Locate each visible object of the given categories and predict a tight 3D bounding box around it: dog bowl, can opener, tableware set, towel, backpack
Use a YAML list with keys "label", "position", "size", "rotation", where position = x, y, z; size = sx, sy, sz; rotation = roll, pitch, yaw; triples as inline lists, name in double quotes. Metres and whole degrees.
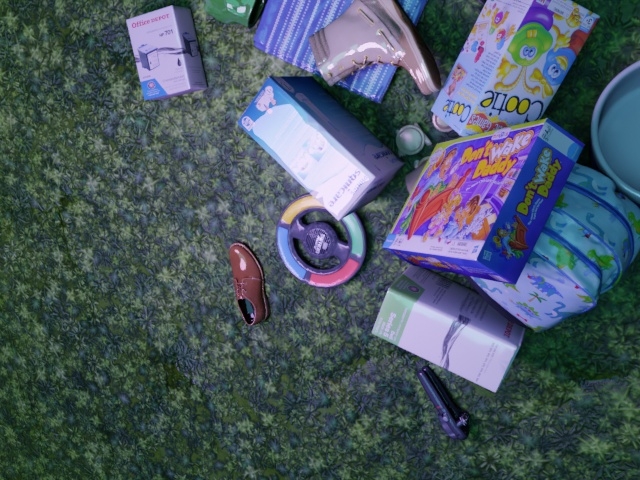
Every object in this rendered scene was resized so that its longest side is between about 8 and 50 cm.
- label: "dog bowl"
  position: [0.582, -0.168, 1.028]
  size: [0.264, 0.104, 0.265]
  rotation: [-5, 76, 19]
- label: "can opener"
  position: [0.277, 0.373, 1.433]
  size: [0.073, 0.059, 0.186]
  rotation: [-32, 89, 27]
- label: "tableware set"
  position: [0.247, -0.201, 1.326]
  size: [0.168, 0.020, 0.141]
  rotation: [-25, 94, 25]
- label: "towel"
  position: [0.033, -0.469, 1.347]
  size: [0.335, 0.040, 0.243]
  rotation: [28, 111, 12]
- label: "backpack"
  position: [0.398, 0.015, 1.110]
  size: [0.290, 0.273, 0.355]
  rotation: [46, 145, 5]

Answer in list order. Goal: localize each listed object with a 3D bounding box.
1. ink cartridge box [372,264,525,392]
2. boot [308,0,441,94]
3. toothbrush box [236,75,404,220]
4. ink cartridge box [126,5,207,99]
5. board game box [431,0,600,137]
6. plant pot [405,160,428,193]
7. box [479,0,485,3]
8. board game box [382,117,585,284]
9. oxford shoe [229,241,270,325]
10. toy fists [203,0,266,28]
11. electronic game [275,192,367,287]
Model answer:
- label: "ink cartridge box"
  position: [0.272, 0.173, 1.307]
  size: [0.272, 0.198, 0.115]
  rotation: [25, 111, 16]
- label: "boot"
  position: [0.105, -0.362, 1.263]
  size: [0.203, 0.095, 0.262]
  rotation: [-33, 80, 22]
- label: "toothbrush box"
  position: [0.008, -0.202, 1.318]
  size: [0.295, 0.216, 0.126]
  rotation: [43, 115, 7]
- label: "ink cartridge box"
  position: [-0.363, -0.441, 1.490]
  size: [0.139, 0.082, 0.191]
  rotation: [-7, 102, 24]
- label: "board game box"
  position: [0.349, -0.319, 1.157]
  size: [0.142, 0.144, 0.275]
  rotation: [16, 114, -23]
- label: "plant pot"
  position: [0.240, -0.102, 1.295]
  size: [0.109, 0.096, 0.109]
  rotation: [-33, 103, 29]
- label: "box"
  position: [0.300, -0.522, 1.185]
  size: [0.102, 0.087, 0.101]
  rotation: [45, 115, 7]
- label: "board game box"
  position: [0.251, -0.063, 1.057]
  size: [0.078, 0.347, 0.234]
  rotation: [30, 84, -15]
- label: "oxford shoe"
  position: [-0.183, 0.108, 1.554]
  size: [0.076, 0.076, 0.213]
  rotation: [-16, 95, 27]
- label: "toy fists"
  position: [-0.164, -0.608, 1.359]
  size: [0.142, 0.096, 0.279]
  rotation: [28, 111, 4]
- label: "electronic game"
  position: [0.000, 0.000, 1.464]
  size: [0.229, 0.048, 0.230]
  rotation: [5, 104, 21]
